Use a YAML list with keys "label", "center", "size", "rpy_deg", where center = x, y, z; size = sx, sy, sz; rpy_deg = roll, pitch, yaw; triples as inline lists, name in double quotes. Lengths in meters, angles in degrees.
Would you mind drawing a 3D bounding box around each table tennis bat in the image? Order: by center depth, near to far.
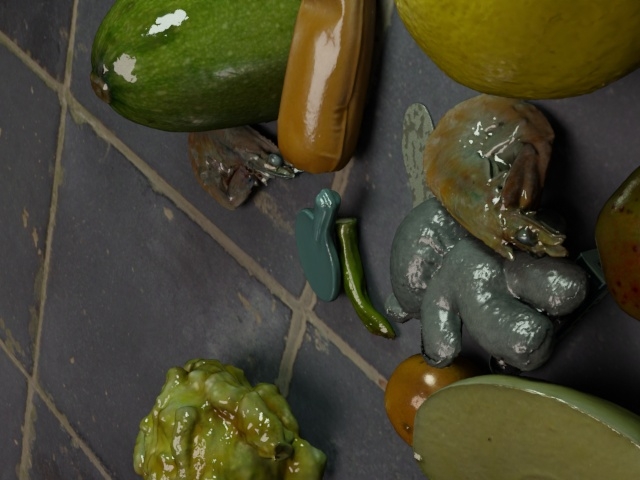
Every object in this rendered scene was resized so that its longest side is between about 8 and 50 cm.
- label: "table tennis bat"
  center: [0.000, 0.000, 1.692]
  size: [0.237, 0.038, 0.149]
  rpy_deg: [100, 149, -56]

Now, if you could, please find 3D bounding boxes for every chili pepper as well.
- label: "chili pepper"
  center: [0.060, 0.062, 1.683]
  size: [0.052, 0.050, 0.202]
  rpy_deg: [144, 108, -85]

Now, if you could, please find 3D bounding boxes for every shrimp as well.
- label: "shrimp"
  center: [0.228, -0.081, 1.344]
  size: [0.168, 0.077, 0.317]
  rpy_deg: [-48, 40, 9]
- label: "shrimp"
  center: [-0.135, -0.121, 1.845]
  size: [0.317, 0.062, 0.164]
  rpy_deg: [25, 124, 48]

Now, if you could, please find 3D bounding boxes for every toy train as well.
- label: "toy train"
  center: [0.293, 0.102, 1.411]
  size: [0.052, 0.051, 0.234]
  rpy_deg: [55, 137, 24]

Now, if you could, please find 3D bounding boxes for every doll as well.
- label: "doll"
  center: [0.213, 0.062, 1.402]
  size: [0.340, 0.158, 0.246]
  rpy_deg: [27, 83, 51]

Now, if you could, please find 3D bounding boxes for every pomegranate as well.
- label: "pomegranate"
  center: [0.376, -0.006, 1.181]
  size: [0.246, 0.198, 0.198]
  rpy_deg: [-140, 48, -60]

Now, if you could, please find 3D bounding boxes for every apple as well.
- label: "apple"
  center: [0.286, 0.338, 1.321]
  size: [0.360, 0.320, 0.312]
  rpy_deg: [8, 69, 37]

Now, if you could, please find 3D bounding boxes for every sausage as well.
- label: "sausage"
  center: [0.015, -0.274, 1.574]
  size: [0.134, 0.116, 0.354]
  rpy_deg: [43, 130, 52]

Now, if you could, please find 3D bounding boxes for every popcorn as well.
- label: "popcorn"
  center: [-0.173, 0.345, 1.862]
  size: [0.279, 0.274, 0.335]
  rpy_deg: [-45, 30, 4]

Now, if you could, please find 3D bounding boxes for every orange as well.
- label: "orange"
  center: [0.168, 0.224, 1.534]
  size: [0.159, 0.136, 0.159]
  rpy_deg: [40, 149, 31]

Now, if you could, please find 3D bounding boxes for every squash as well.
- label: "squash"
  center: [-0.204, -0.308, 1.669]
  size: [0.310, 0.309, 0.310]
  rpy_deg: [18, 114, 47]

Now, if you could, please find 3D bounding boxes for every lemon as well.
- label: "lemon"
  center: [0.227, -0.303, 1.155]
  size: [0.364, 0.364, 0.364]
  rpy_deg: [19, 116, 45]

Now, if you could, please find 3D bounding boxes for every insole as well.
- label: "insole"
  center: [0.144, -0.097, 1.561]
  size: [0.065, 0.006, 0.193]
  rpy_deg: [3, 105, 49]
